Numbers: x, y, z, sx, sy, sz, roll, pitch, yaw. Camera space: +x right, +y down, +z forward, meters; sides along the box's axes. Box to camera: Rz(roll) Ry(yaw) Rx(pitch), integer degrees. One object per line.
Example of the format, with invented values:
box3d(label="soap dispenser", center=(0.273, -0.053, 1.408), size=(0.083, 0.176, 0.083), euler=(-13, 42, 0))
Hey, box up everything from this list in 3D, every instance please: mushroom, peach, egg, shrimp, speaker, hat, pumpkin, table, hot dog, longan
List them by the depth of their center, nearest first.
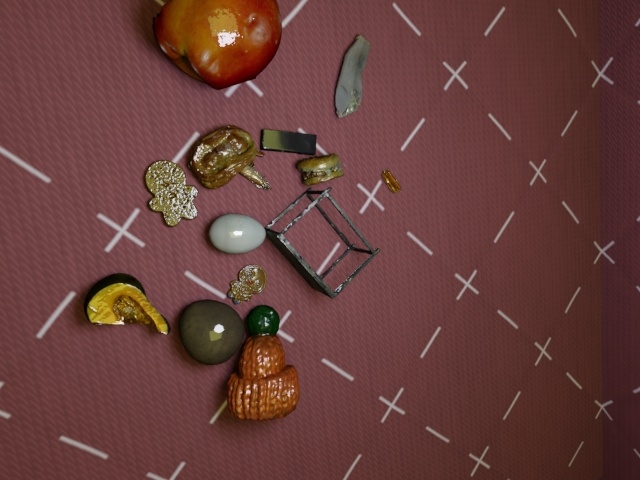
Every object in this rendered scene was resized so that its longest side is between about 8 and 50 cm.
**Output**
box3d(label="peach", center=(-0.317, -0.667, 1.351), size=(0.406, 0.335, 0.309), euler=(-35, 114, -21))
box3d(label="pumpkin", center=(-0.667, 0.251, 1.408), size=(0.190, 0.139, 0.280), euler=(-35, 105, -20))
box3d(label="hot dog", center=(-0.347, -0.310, 1.488), size=(0.259, 0.114, 0.175), euler=(-43, 92, -12))
box3d(label="longan", center=(-0.400, 0.328, 1.497), size=(0.246, 0.215, 0.245), euler=(0, 90, 17))
box3d(label="egg", center=(-0.305, -0.025, 1.523), size=(0.210, 0.151, 0.151), euler=(-2, 96, -24))
box3d(label="hat", center=(-0.199, 0.454, 1.547), size=(0.286, 0.285, 0.399), euler=(6, 89, -23))
box3d(label="shrimp", center=(-0.240, -0.279, 1.587), size=(0.178, 0.034, 0.124), euler=(35, 80, -12))
box3d(label="table", center=(0.000, 0.000, 1.616), size=(0.272, 0.222, 0.335), euler=(-44, 110, -13))
box3d(label="speaker", center=(-0.125, -0.384, 1.617), size=(0.219, 0.044, 0.082), euler=(0, 96, -22))
box3d(label="mushroom", center=(0.130, -0.661, 1.669), size=(0.110, 0.097, 0.350), euler=(12, 89, -24))
box3d(label="hot dog", center=(0.311, -0.261, 1.820), size=(0.049, 0.037, 0.122), euler=(-37, 103, -3))

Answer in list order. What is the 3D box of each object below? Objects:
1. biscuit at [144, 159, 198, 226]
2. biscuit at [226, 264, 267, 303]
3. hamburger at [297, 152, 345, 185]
box3d(label="biscuit", center=(-0.533, -0.171, 1.473), size=(0.180, 0.039, 0.236), euler=(-22, 103, -17))
box3d(label="biscuit", center=(-0.286, 0.174, 1.620), size=(0.175, 0.026, 0.124), euler=(-46, 110, -12))
box3d(label="hamburger", center=(0.008, -0.287, 1.617), size=(0.186, 0.177, 0.113), euler=(-12, 98, 20))
